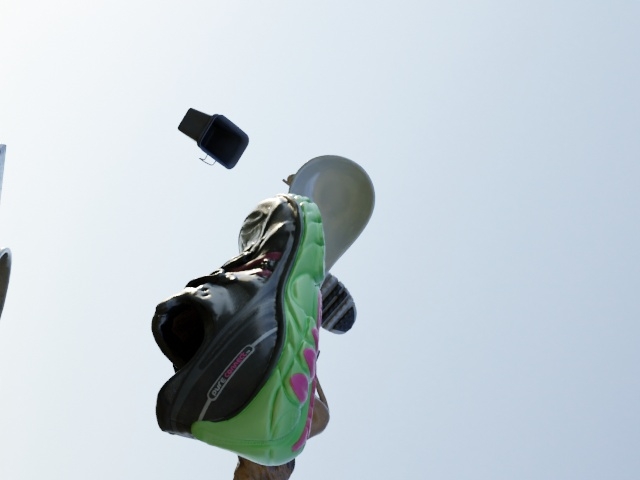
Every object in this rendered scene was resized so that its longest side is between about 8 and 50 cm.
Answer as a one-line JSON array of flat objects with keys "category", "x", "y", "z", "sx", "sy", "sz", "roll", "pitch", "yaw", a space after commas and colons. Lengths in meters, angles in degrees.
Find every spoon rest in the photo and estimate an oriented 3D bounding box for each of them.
[{"category": "spoon rest", "x": 0.000, "y": 0.000, "z": 1.681, "sx": 0.084, "sy": 0.137, "sz": 0.276, "roll": -81, "pitch": -175, "yaw": -75}]

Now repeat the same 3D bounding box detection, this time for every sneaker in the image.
[{"category": "sneaker", "x": -0.098, "y": 0.074, "z": 1.300, "sx": 0.483, "sy": 0.202, "sz": 0.185, "roll": -85, "pitch": -179, "yaw": -64}, {"category": "sneaker", "x": -0.028, "y": 0.095, "z": 2.429, "sx": 0.110, "sy": 0.292, "sz": 0.118, "roll": -44, "pitch": -165, "yaw": -2}]

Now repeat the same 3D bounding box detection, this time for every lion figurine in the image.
[{"category": "lion figurine", "x": -0.079, "y": 0.459, "z": 2.584, "sx": 0.240, "sy": 0.392, "sz": 0.142, "roll": 53, "pitch": -28, "yaw": 1}]

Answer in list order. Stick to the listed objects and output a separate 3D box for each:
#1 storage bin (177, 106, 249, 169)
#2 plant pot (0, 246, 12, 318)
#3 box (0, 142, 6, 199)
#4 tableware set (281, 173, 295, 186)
[{"category": "storage bin", "x": -0.229, "y": -0.211, "z": 2.192, "sx": 0.091, "sy": 0.135, "sz": 0.098, "roll": 28, "pitch": -94, "yaw": 34}, {"category": "plant pot", "x": -0.855, "y": 0.136, "z": 2.255, "sx": 0.334, "sy": 0.305, "sz": 0.334, "roll": -165, "pitch": -90, "yaw": -83}, {"category": "box", "x": -0.539, "y": -0.015, "z": 1.493, "sx": 0.163, "sy": 0.142, "sz": 0.247, "roll": -81, "pitch": -174, "yaw": -66}, {"category": "tableware set", "x": -0.002, "y": -0.121, "z": 2.500, "sx": 0.169, "sy": 0.141, "sz": 0.020, "roll": -26, "pitch": -156, "yaw": 47}]
